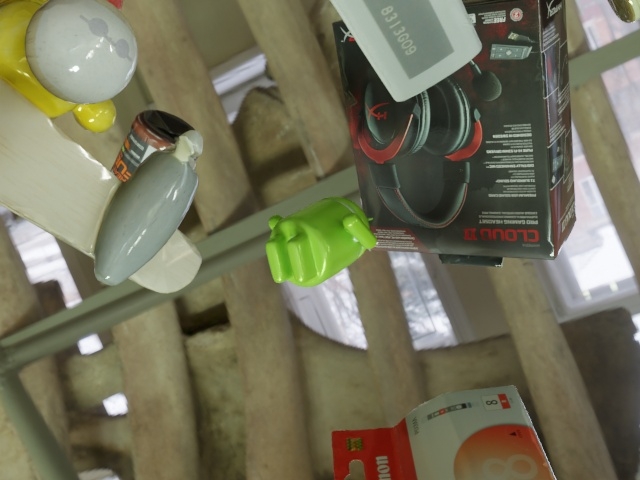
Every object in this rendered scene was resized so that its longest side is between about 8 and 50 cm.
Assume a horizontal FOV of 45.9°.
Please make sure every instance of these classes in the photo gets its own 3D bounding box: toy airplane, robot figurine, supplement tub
[{"bbox_3d":[-0.271,-0.113,0.631,0.272,0.384,0.386,-15,180,33],"label":"toy airplane"},{"bbox_3d":[0.000,0.000,0.686,0.101,0.067,0.115,-3,-163,39],"label":"robot figurine"},{"bbox_3d":[-0.257,-0.085,1.110,0.198,0.106,0.106,-58,165,25],"label":"supplement tub"}]

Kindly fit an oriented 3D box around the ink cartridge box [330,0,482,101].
[{"bbox_3d":[-0.025,-0.336,0.614,0.091,0.385,0.308,-31,138,13],"label":"ink cartridge box"}]

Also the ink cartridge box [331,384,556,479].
[{"bbox_3d":[0.100,0.189,0.659,0.179,0.045,0.145,-3,-155,0],"label":"ink cartridge box"}]

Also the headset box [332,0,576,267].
[{"bbox_3d":[0.151,-0.108,0.815,0.218,0.293,0.110,3,-154,30],"label":"headset box"}]

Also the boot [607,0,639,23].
[{"bbox_3d":[0.367,-0.307,0.774,0.165,0.077,0.213,-18,-151,24],"label":"boot"}]
